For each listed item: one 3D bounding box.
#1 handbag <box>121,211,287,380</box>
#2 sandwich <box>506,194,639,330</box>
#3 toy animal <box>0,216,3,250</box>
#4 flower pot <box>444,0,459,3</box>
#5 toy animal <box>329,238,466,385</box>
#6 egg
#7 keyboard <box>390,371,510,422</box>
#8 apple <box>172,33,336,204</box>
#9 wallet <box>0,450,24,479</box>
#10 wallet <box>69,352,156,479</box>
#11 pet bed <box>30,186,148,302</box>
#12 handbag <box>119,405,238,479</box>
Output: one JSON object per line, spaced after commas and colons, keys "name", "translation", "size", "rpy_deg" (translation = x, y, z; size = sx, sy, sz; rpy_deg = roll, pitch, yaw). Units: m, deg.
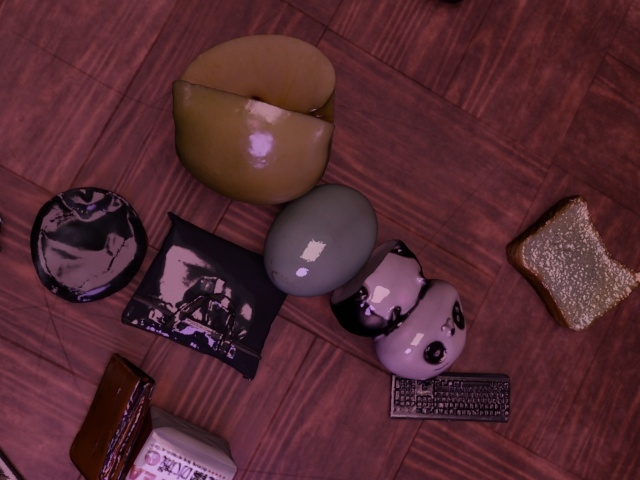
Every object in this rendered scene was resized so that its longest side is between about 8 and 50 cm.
{"name": "handbag", "translation": [-0.184, 0.096, 1.407], "size": [0.254, 0.088, 0.211], "rpy_deg": [26, 75, -15]}
{"name": "sandwich", "translation": [0.473, 0.045, 1.550], "size": [0.186, 0.065, 0.215], "rpy_deg": [-37, 94, -10]}
{"name": "toy animal", "translation": [-0.600, -0.109, 1.340], "size": [0.269, 0.082, 0.137], "rpy_deg": [34, 85, -12]}
{"name": "flower pot", "translation": [0.248, -0.480, 1.514], "size": [0.111, 0.089, 0.111], "rpy_deg": [1, 87, -11]}
{"name": "toy animal", "translation": [0.146, 0.129, 1.431], "size": [0.235, 0.165, 0.187], "rpy_deg": [44, 64, -4]}
{"name": "egg", "translation": [0.000, 0.000, 1.399], "size": [0.168, 0.168, 0.231], "rpy_deg": [49, 58, -6]}
{"name": "keyboard", "translation": [0.239, 0.288, 1.516], "size": [0.230, 0.025, 0.094], "rpy_deg": [3, 85, -11]}
{"name": "apple", "translation": [-0.107, -0.183, 1.352], "size": [0.257, 0.295, 0.233], "rpy_deg": [4, 125, 0]}
{"name": "wallet", "translation": [-0.546, 0.384, 1.361], "size": [0.082, 0.018, 0.157], "rpy_deg": [-35, 95, -10]}
{"name": "wallet", "translation": [-0.336, 0.292, 1.336], "size": [0.042, 0.161, 0.195], "rpy_deg": [24, 85, -30]}
{"name": "pet bed", "translation": [-0.388, 0.005, 1.390], "size": [0.201, 0.053, 0.201], "rpy_deg": [0, 89, -11]}
{"name": "handbag", "translation": [-0.274, 0.443, 1.348], "size": [0.171, 0.151, 0.298], "rpy_deg": [29, 86, -14]}
